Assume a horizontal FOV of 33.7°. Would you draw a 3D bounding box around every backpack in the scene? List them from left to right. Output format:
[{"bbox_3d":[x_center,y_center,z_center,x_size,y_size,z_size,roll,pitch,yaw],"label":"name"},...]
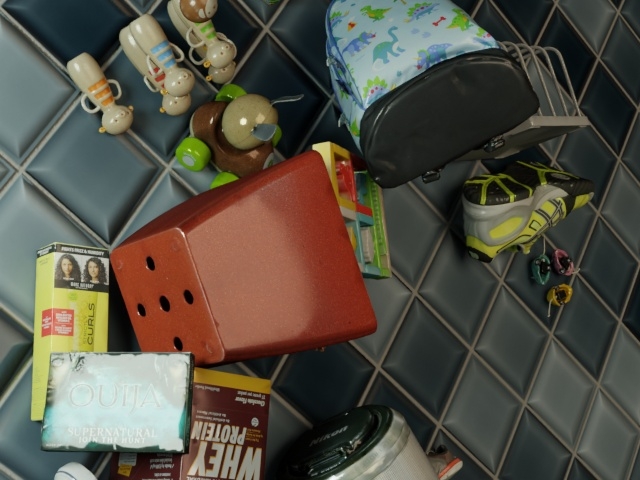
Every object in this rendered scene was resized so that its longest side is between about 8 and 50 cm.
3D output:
[{"bbox_3d":[0.143,-0.282,1.724,0.290,0.355,0.273,-27,114,3],"label":"backpack"}]

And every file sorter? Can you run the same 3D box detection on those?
[{"bbox_3d":[0.332,-0.256,1.938,0.278,0.193,0.173,-10,82,-56],"label":"file sorter"}]

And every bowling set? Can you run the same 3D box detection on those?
[{"bbox_3d":[-0.204,-0.267,1.537,0.287,0.200,0.154,-42,107,-34],"label":"bowling set"}]

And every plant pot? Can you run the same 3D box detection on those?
[{"bbox_3d":[-0.125,0.054,1.456,0.236,0.267,0.267,-21,93,-44],"label":"plant pot"}]

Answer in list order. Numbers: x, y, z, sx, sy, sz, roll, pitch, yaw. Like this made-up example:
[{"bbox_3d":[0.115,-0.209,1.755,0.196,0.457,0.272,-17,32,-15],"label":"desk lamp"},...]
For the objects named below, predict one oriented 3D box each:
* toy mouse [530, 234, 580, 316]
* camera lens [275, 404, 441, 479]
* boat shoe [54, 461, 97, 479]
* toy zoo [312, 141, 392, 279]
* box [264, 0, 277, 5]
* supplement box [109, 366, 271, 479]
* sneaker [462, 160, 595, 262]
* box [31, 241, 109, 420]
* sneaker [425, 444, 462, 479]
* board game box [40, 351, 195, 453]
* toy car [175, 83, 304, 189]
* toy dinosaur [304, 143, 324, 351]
[{"bbox_3d":[0.458,0.057,2.105,0.161,0.031,0.143,-29,98,-41],"label":"toy mouse"},{"bbox_3d":[0.079,0.401,1.580,0.219,0.219,0.274,-40,105,-39],"label":"camera lens"},{"bbox_3d":[-0.298,0.415,1.347,0.084,0.095,0.258,-20,91,-45],"label":"boat shoe"},{"bbox_3d":[0.046,-0.041,1.626,0.293,0.030,0.192,16,66,-69],"label":"toy zoo"},{"bbox_3d":[-0.121,-0.466,1.742,0.169,0.054,0.059,34,59,-28],"label":"box"},{"bbox_3d":[-0.178,0.281,1.416,0.129,0.191,0.194,16,70,-36],"label":"supplement box"},{"bbox_3d":[0.389,-0.060,2.036,0.385,0.145,0.147,-13,118,-43],"label":"sneaker"},{"bbox_3d":[-0.334,0.124,1.414,0.087,0.058,0.232,11,73,-38],"label":"box"},{"bbox_3d":[0.168,0.393,1.777,0.158,0.061,0.065,-21,66,-42],"label":"sneaker"},{"bbox_3d":[-0.253,0.202,1.322,0.026,0.186,0.126,62,28,-71],"label":"board game box"},{"bbox_3d":[-0.098,-0.164,1.595,0.149,0.188,0.155,45,55,-22],"label":"toy car"},{"bbox_3d":[0.000,0.000,1.673,0.218,0.164,0.321,17,46,-53],"label":"toy dinosaur"}]
